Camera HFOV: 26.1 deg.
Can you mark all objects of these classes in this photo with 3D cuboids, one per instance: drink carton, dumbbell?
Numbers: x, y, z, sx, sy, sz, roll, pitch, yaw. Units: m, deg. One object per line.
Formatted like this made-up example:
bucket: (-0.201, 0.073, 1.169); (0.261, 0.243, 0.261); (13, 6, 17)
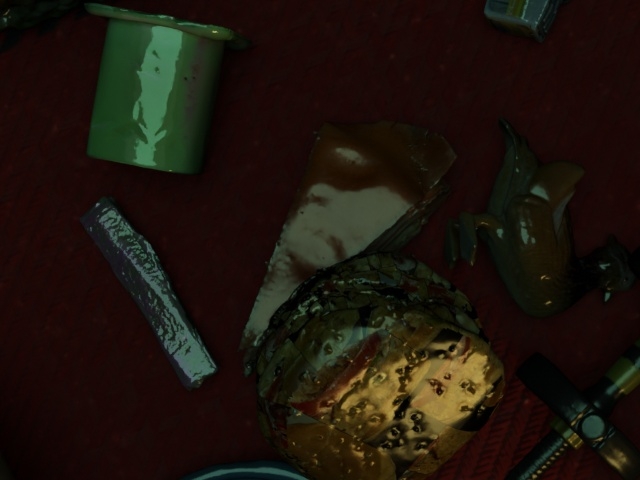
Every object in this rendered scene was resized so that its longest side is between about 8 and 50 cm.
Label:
drink carton: (-0.156, -0.139, 1.298); (0.144, 0.146, 0.142); (12, 96, 7)
dumbbell: (0.284, 0.106, 1.228); (0.143, 0.143, 0.325); (45, 92, 7)

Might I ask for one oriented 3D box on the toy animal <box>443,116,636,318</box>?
toy animal: (0.209, -0.022, 1.281); (0.179, 0.089, 0.188); (0, 86, -11)

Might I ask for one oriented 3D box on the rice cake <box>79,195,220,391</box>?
rice cake: (-0.164, 0.050, 1.332); (0.047, 0.036, 0.206); (-31, 84, -7)

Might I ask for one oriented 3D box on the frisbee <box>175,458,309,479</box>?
frisbee: (-0.064, 0.348, 1.295); (0.290, 0.049, 0.289); (0, 87, 1)

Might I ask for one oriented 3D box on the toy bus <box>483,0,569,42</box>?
toy bus: (0.211, -0.286, 1.304); (0.075, 0.064, 0.190); (13, 87, 19)

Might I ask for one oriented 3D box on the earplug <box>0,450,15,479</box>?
earplug: (-0.405, 0.289, 1.206); (0.313, 0.312, 0.394); (-29, 83, 3)

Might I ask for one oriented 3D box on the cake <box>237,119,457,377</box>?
cake: (0.000, 0.001, 1.291); (0.135, 0.098, 0.287); (38, 86, 6)

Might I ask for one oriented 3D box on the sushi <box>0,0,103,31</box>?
sushi: (-0.287, -0.314, 1.243); (0.352, 0.294, 0.178); (-18, 80, 6)

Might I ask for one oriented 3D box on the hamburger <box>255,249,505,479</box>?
hamburger: (0.048, 0.125, 1.236); (0.231, 0.107, 0.231); (-8, 123, -13)
